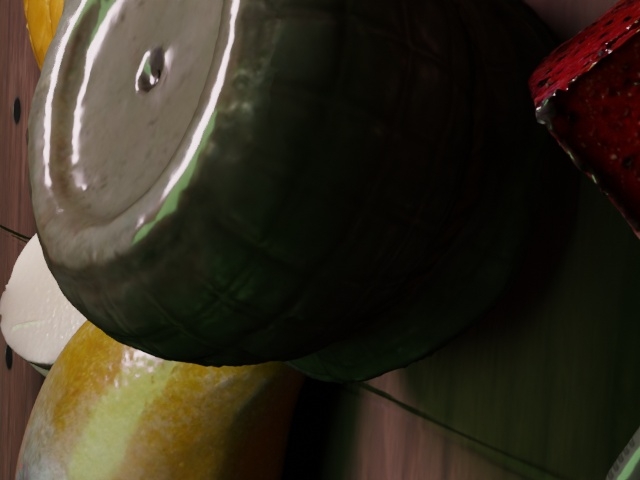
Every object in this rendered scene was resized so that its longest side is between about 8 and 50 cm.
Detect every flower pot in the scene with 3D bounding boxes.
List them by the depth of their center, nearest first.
[{"bbox_3d":[-0.032,-0.067,0.696,0.301,0.213,0.302,-25,55,43],"label":"flower pot"}]

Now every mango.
[{"bbox_3d":[-0.121,0.162,0.932,0.384,0.198,0.221,-56,36,31],"label":"mango"}]

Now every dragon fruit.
[{"bbox_3d":[0.180,-0.066,0.528,0.161,0.120,0.127,-40,9,24],"label":"dragon fruit"}]

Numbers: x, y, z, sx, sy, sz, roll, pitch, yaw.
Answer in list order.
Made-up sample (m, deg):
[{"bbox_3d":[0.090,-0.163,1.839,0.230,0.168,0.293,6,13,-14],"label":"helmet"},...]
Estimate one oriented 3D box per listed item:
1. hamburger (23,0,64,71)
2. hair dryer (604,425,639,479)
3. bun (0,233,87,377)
[{"bbox_3d":[-0.156,-0.243,1.021,0.318,0.158,0.319,-7,82,60],"label":"hamburger"},{"bbox_3d":[0.155,0.259,0.554,0.301,0.121,0.361,-1,84,52],"label":"hair dryer"},{"bbox_3d":[-0.204,0.057,1.138,0.172,0.120,0.173,-12,65,27],"label":"bun"}]
